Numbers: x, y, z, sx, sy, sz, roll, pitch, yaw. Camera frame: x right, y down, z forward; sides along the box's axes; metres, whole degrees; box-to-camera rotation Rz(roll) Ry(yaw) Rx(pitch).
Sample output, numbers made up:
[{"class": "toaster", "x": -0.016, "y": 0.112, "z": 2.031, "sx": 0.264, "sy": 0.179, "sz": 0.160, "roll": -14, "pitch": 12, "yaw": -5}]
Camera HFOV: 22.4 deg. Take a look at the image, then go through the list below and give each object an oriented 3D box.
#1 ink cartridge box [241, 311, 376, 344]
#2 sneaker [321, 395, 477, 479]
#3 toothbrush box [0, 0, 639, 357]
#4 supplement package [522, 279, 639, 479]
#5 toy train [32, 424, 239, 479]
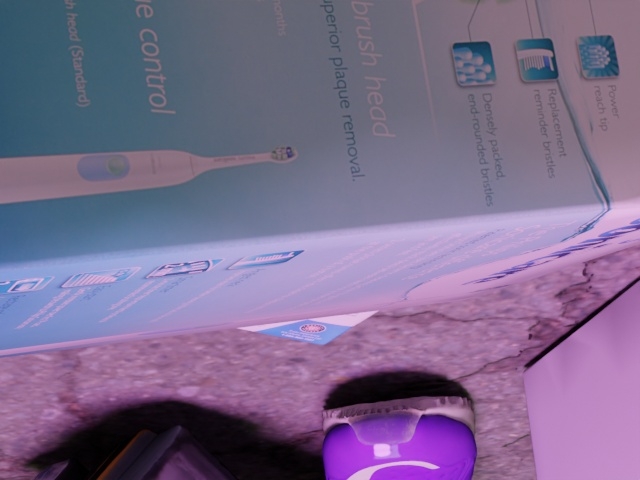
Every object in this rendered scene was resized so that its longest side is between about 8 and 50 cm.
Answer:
[{"class": "ink cartridge box", "x": 0.000, "y": 0.000, "z": 0.778, "sx": 0.088, "sy": 0.052, "sz": 0.122, "roll": 14, "pitch": 149, "yaw": -33}, {"class": "sneaker", "x": 0.062, "y": 0.206, "z": 1.093, "sx": 0.102, "sy": 0.146, "sz": 0.293, "roll": -6, "pitch": 154, "yaw": 3}, {"class": "toothbrush box", "x": -0.041, "y": -0.039, "z": 0.501, "sx": 0.295, "sy": 0.126, "sz": 0.216, "roll": -5, "pitch": 171, "yaw": -22}, {"class": "supplement package", "x": 0.288, "y": 0.141, "z": 0.940, "sx": 0.262, "sy": 0.199, "sz": 0.198, "roll": 8, "pitch": 150, "yaw": -22}, {"class": "toy train", "x": -0.057, "y": 0.265, "z": 1.068, "sx": 0.334, "sy": 0.142, "sz": 0.190, "roll": 47, "pitch": 147, "yaw": -6}]
